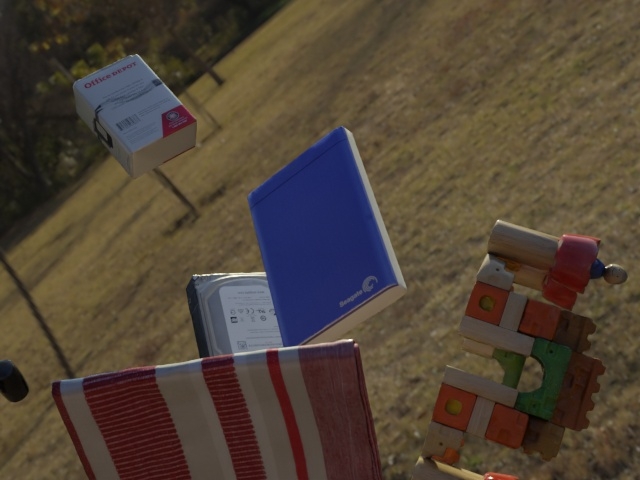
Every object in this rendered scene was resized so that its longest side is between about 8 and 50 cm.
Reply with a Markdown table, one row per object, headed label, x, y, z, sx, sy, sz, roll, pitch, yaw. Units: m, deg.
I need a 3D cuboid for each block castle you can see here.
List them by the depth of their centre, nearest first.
| label | x | y | z | sx | sy | sz | roll | pitch | yaw |
| --- | --- | --- | --- | --- | --- | --- | --- | --- | --- |
| block castle | 0.307 | 0.213 | 1.548 | 0.303 | 0.212 | 0.453 | 53 | -124 | -75 |

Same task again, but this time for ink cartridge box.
| label | x | y | z | sx | sy | sz | roll | pitch | yaw |
| --- | --- | --- | --- | --- | --- | --- | --- | --- | --- |
| ink cartridge box | -0.261 | -0.176 | 1.417 | 0.109 | 0.150 | 0.063 | -32 | -25 | -25 |

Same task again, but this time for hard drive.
| label | x | y | z | sx | sy | sz | roll | pitch | yaw |
| --- | --- | --- | --- | --- | --- | --- | --- | --- | --- |
| hard drive | 0.000 | 0.000 | 1.552 | 0.210 | 0.040 | 0.319 | -35 | 49 | 23 |
| hard drive | -0.118 | 0.219 | 1.976 | 0.064 | 0.236 | 0.339 | 124 | 139 | -50 |

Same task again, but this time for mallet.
| label | x | y | z | sx | sy | sz | roll | pitch | yaw |
| --- | --- | --- | --- | --- | --- | --- | --- | --- | --- |
| mallet | -0.508 | 0.216 | 1.409 | 0.189 | 0.062 | 0.039 | -14 | 45 | -10 |

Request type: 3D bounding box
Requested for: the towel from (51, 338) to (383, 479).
| label | x | y | z | sx | sy | sz | roll | pitch | yaw |
| --- | --- | --- | --- | --- | --- | --- | --- | --- | --- |
| towel | -0.103 | 0.225 | 1.102 | 0.328 | 0.237 | 0.037 | -8 | 31 | 6 |
